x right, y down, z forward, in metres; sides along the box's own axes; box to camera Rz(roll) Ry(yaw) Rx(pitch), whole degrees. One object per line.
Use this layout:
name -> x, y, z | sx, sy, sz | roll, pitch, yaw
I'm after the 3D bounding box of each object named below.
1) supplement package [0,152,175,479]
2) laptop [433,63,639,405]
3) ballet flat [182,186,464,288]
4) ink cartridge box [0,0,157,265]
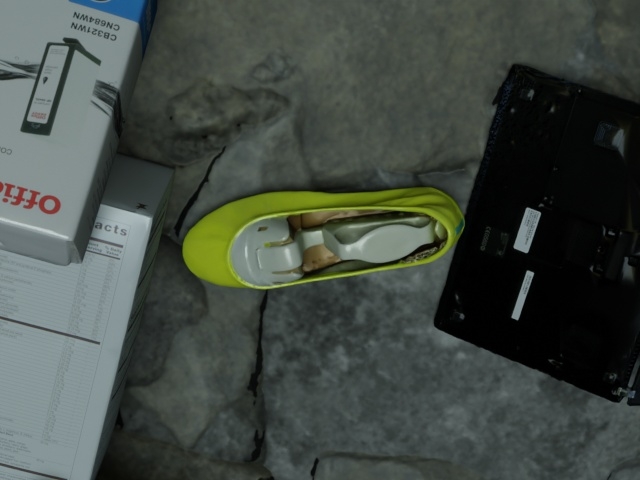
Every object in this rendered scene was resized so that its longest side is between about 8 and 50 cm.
supplement package -> -0.211, 0.055, 0.946 | 0.139, 0.134, 0.244 | 16, 108, -5
laptop -> 0.262, 0.001, 0.987 | 0.264, 0.136, 0.234 | 21, 109, 21
ballet flat -> 0.000, 0.000, 0.955 | 0.231, 0.077, 0.077 | -7, 109, 3
ink cartridge box -> -0.206, -0.101, 0.813 | 0.148, 0.086, 0.203 | 15, 76, -6
